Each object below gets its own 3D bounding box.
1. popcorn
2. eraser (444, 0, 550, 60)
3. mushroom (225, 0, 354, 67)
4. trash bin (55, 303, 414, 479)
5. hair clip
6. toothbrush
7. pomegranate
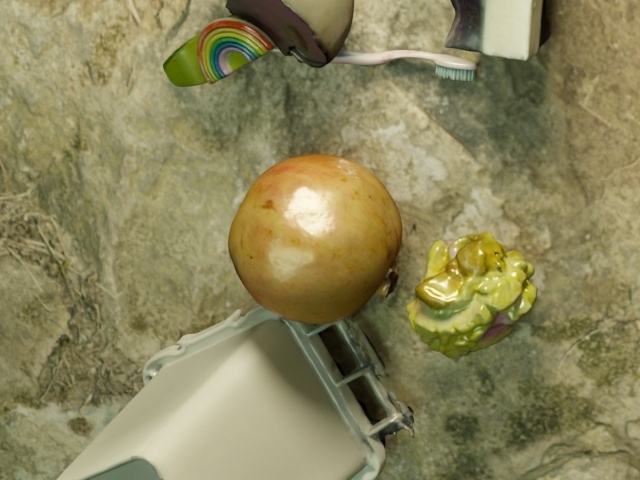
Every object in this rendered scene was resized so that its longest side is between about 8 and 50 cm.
[{"bbox_3d":[0.159,0.060,1.733,0.126,0.126,0.145,49,143,-12],"label":"popcorn"},{"bbox_3d":[0.183,-0.382,1.549,0.098,0.096,0.404,12,115,21],"label":"eraser"},{"bbox_3d":[-0.037,-0.272,1.697,0.188,0.141,0.117,42,89,7],"label":"mushroom"},{"bbox_3d":[-0.105,0.242,1.794,0.296,0.367,0.256,-24,98,32],"label":"trash bin"},{"bbox_3d":[-0.123,-0.203,1.779,0.188,0.033,0.060,-18,110,52],"label":"hair clip"},{"bbox_3d":[0.041,-0.198,1.742,0.269,0.021,0.027,11,110,23],"label":"toothbrush"},{"bbox_3d":[-0.003,-0.002,1.750,0.191,0.191,0.191,10,115,23],"label":"pomegranate"}]
